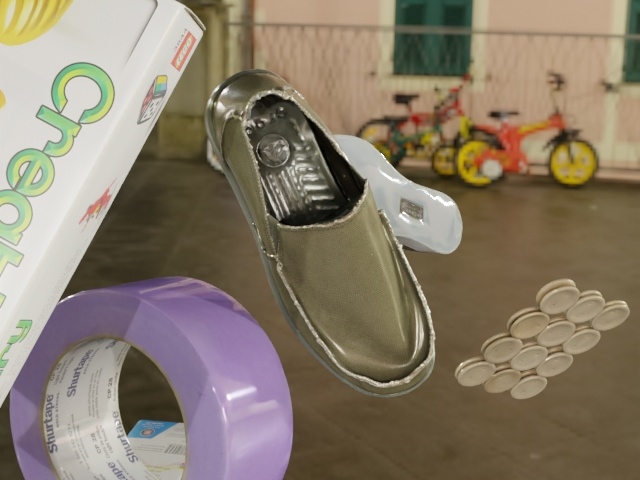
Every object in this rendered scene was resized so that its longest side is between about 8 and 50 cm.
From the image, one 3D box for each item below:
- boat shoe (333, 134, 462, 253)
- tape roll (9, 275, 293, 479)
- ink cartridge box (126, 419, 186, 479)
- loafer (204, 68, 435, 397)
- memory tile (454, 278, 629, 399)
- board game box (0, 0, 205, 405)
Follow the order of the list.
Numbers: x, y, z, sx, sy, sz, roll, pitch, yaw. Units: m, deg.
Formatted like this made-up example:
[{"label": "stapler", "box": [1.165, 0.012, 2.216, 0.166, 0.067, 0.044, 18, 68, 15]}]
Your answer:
[{"label": "boat shoe", "box": [0.058, -0.051, 1.462, 0.105, 0.113, 0.306, -6, -15, 39]}, {"label": "tape roll", "box": [-0.118, 0.122, 0.784, 0.189, 0.189, 0.080, 8, 10, 30]}, {"label": "ink cartridge box", "box": [-0.149, 0.220, 1.018, 0.088, 0.052, 0.122, 0, 30, 26]}, {"label": "loafer", "box": [0.000, 0.000, 0.769, 0.094, 0.251, 0.087, -33, 7, -6]}, {"label": "memory tile", "box": [0.199, 0.092, 1.033, 0.113, 0.148, 0.012, 17, 39, -37]}, {"label": "board game box", "box": [-0.211, -0.014, 0.533, 0.193, 0.305, 0.053, 28, -1, 8]}]
